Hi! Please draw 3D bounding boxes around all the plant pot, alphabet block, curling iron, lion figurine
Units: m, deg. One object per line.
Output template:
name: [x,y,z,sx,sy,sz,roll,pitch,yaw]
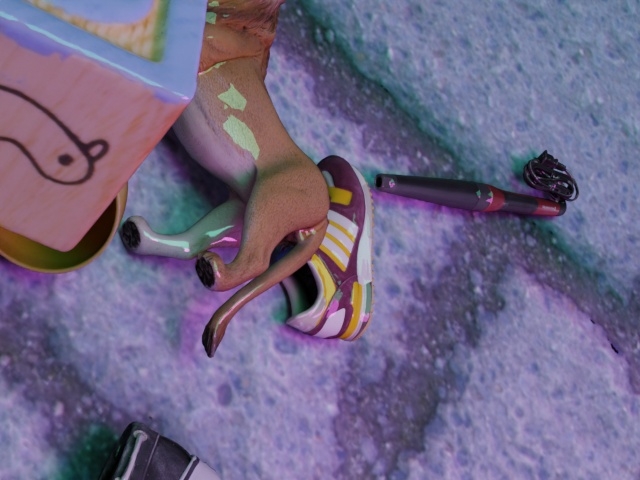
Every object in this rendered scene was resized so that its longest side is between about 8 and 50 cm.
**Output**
plant pot: [-0.213,-0.051,1.496,0.134,0.134,0.095,50,24,-5]
alphabet block: [-0.209,-0.144,1.307,0.192,0.197,0.193,25,44,-20]
curling iron: [0.158,-0.055,1.827,0.274,0.035,0.068,-3,65,-39]
lion figurine: [-0.080,-0.104,1.614,0.240,0.142,0.392,-14,83,-39]

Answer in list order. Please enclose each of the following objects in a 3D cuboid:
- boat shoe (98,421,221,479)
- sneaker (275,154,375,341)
boat shoe: [-0.180,0.254,1.363,0.105,0.113,0.306,39,47,-6]
sneaker: [0.000,0.000,1.657,0.084,0.069,0.186,12,59,-33]
